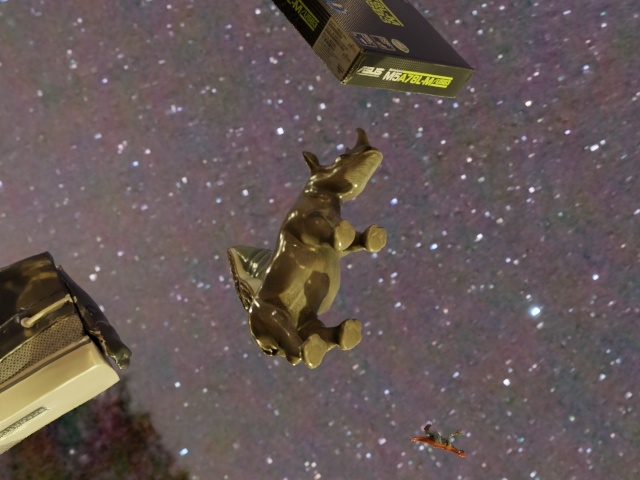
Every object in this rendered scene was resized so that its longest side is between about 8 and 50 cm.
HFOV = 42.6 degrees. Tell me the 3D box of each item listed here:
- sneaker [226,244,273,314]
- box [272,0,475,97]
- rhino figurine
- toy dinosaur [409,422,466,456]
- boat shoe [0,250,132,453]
[{"bbox_3d":[-0.050,0.042,0.921,0.192,0.086,0.064,-139,-144,-71],"label":"sneaker"},{"bbox_3d":[0.039,-0.223,0.820,0.191,0.184,0.045,54,-52,26],"label":"box"},{"bbox_3d":[0.000,0.000,0.756,0.106,0.243,0.073,-2,-25,46],"label":"rhino figurine"},{"bbox_3d":[0.218,0.365,1.467,0.082,0.090,0.047,49,-14,23],"label":"toy dinosaur"},{"bbox_3d":[-0.382,0.148,0.869,0.158,0.340,0.127,57,-13,18],"label":"boat shoe"}]
